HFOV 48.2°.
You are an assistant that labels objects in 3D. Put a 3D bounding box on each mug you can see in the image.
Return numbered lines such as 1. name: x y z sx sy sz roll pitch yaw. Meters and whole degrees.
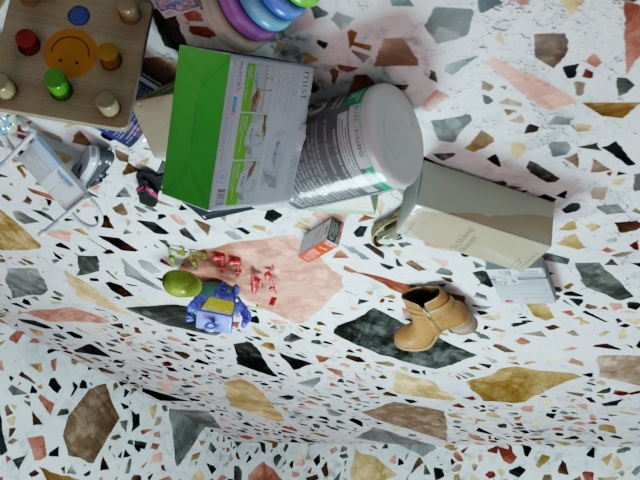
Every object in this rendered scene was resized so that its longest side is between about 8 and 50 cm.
1. mug: -0.331 0.195 2.313 0.158 0.097 0.129 18 149 -8

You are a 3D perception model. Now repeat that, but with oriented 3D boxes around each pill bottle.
1. pill bottle: 0.006 -0.173 1.439 0.361 0.204 0.204 -11 142 35
2. pill bottle: -0.403 -0.282 1.479 0.265 0.153 0.153 31 146 -26

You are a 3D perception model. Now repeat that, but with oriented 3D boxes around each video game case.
1. video game case: -0.280 -0.454 1.276 0.087 0.011 0.122 -5 145 30

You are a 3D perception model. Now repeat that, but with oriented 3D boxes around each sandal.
1. sandal: -0.453 -0.127 1.875 0.067 0.040 0.179 16 150 -4

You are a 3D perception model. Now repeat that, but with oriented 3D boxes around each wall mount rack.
1. wall mount rack: -0.661 -0.154 1.724 0.304 0.130 0.350 -27 108 41

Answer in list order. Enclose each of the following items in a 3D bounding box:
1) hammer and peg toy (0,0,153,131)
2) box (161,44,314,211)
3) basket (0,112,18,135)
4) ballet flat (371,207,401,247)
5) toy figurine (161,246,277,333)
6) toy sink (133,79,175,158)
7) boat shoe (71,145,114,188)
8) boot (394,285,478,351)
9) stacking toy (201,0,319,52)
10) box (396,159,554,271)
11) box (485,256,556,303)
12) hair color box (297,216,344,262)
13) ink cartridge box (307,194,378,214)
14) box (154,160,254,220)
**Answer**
1. hammer and peg toy: -0.501 -0.352 1.288 0.361 0.266 0.127 10 170 -3
2. box: -0.141 -0.198 1.270 0.127 0.262 0.231 20 -162 31
3. basket: -0.796 -0.324 1.503 0.289 0.201 0.255 -4 153 -18
4. ballet flat: 0.194 -0.032 1.734 0.073 0.067 0.206 27 147 -19
5. toy figurine: -0.322 0.174 2.100 0.363 0.217 0.191 12 126 3
6. toy sink: -0.222 -0.270 1.401 0.153 0.234 0.131 2 121 43
7. boat shoe: -0.583 -0.175 1.826 0.076 0.080 0.228 4 154 -32
8. boot: 0.292 0.227 2.086 0.283 0.109 0.220 -15 141 37
9. stacking toy: -0.032 -0.423 1.118 0.330 0.141 0.141 -19 137 36
10. box: 0.341 -0.051 1.585 0.311 0.121 0.148 16 151 -4
11. box: 0.523 0.106 1.858 0.145 0.038 0.186 -4 145 28
12. hair color box: 0.000 0.000 1.866 0.043 0.072 0.141 28 148 -22
13. ink cartridge box: 0.031 -0.147 1.624 0.171 0.056 0.235 5 151 16
14. box: -0.225 -0.153 1.672 0.261 0.103 0.184 -10 139 35
